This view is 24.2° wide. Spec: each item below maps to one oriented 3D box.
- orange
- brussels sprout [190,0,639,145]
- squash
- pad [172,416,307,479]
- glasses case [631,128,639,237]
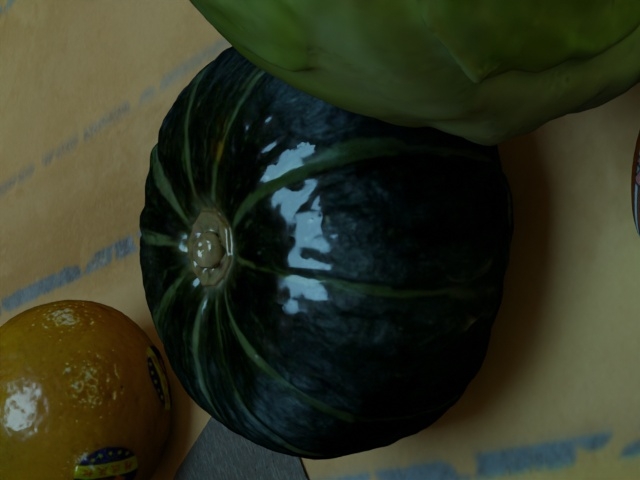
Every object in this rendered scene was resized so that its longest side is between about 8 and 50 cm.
[{"bbox_3d":[-0.198,0.133,1.164,0.177,0.155,0.178,26,120,59],"label":"orange"},{"bbox_3d":[0.046,-0.178,0.684,0.273,0.316,0.243,35,106,28],"label":"brussels sprout"},{"bbox_3d":[0.000,0.000,0.861,0.252,0.165,0.252,1,91,54],"label":"squash"},{"bbox_3d":[-0.041,0.232,1.037,0.176,0.002,0.266,-58,41,35],"label":"pad"},{"bbox_3d":[0.228,-0.020,0.599,0.266,0.067,0.103,13,98,57],"label":"glasses case"}]
